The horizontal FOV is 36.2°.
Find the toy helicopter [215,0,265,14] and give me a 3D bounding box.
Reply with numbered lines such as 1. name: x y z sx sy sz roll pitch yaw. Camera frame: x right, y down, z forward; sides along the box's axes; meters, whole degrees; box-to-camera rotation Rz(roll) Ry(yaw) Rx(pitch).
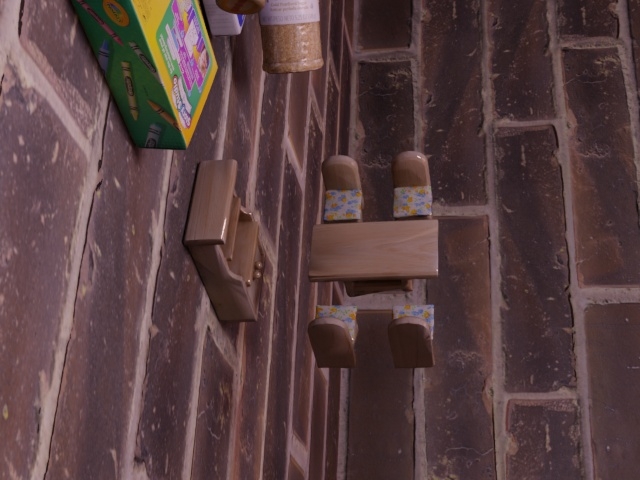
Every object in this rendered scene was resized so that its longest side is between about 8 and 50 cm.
1. toy helicopter: -0.134 -0.422 1.439 0.355 0.234 0.140 47 41 -76

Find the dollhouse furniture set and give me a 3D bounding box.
1. dollhouse furniture set: 0.000 0.000 1.663 0.256 0.394 0.362 75 16 -52

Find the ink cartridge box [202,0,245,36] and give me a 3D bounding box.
1. ink cartridge box: -0.176 -0.573 1.739 0.304 0.072 0.307 -80 163 -46

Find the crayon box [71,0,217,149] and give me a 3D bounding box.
1. crayon box: -0.222 -0.272 1.285 0.278 0.081 0.165 76 23 -51

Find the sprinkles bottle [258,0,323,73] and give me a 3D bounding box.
1. sprinkles bottle: -0.065 -0.495 1.823 0.121 0.121 0.356 -63 150 -71
